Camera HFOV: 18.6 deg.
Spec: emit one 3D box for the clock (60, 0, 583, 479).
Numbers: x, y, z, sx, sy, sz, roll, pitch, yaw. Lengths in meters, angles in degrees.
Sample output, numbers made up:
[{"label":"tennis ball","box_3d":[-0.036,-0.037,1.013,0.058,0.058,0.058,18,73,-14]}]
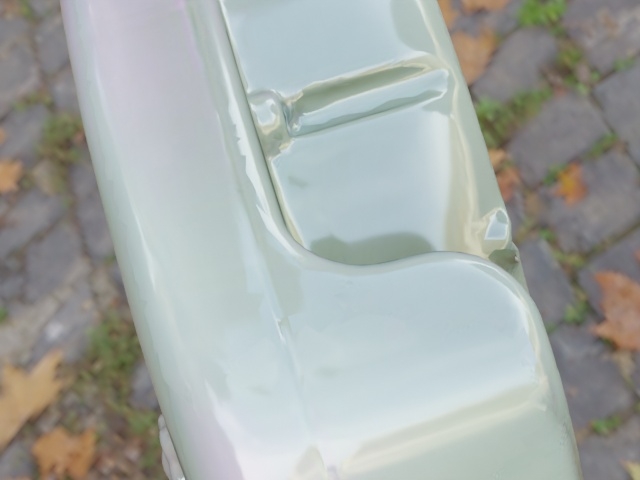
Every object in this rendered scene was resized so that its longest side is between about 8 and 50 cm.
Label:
[{"label":"clock","box_3d":[0.000,0.000,0.630,0.108,0.265,0.324,-18,54,1]}]
